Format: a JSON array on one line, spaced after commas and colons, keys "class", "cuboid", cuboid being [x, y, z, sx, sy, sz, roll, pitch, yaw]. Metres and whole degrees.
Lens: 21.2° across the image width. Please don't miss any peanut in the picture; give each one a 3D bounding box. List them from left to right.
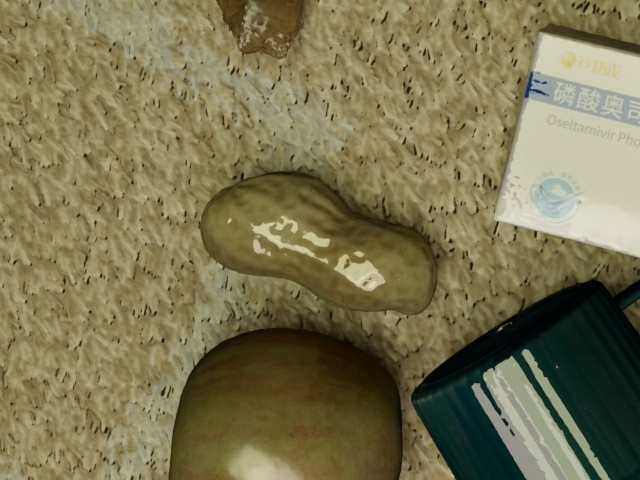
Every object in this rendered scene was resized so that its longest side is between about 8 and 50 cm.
[{"class": "peanut", "cuboid": [0.000, 0.000, 1.771, 0.257, 0.123, 0.123, 17, 106, 8]}]

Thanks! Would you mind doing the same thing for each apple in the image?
[{"class": "apple", "cuboid": [-0.034, 0.218, 1.755, 0.234, 0.257, 0.257, 7, 104, -1]}]

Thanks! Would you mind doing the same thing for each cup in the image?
[{"class": "cup", "cuboid": [0.278, 0.198, 1.673, 0.308, 0.242, 0.292, -33, 90, 22]}]

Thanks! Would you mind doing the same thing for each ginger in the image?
[{"class": "ginger", "cuboid": [-0.050, -0.269, 1.752, 0.096, 0.067, 0.165, 26, 94, 8]}]

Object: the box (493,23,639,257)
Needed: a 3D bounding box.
[{"class": "box", "cuboid": [0.360, -0.076, 1.681, 0.343, 0.065, 0.200, 16, 105, 11]}]
